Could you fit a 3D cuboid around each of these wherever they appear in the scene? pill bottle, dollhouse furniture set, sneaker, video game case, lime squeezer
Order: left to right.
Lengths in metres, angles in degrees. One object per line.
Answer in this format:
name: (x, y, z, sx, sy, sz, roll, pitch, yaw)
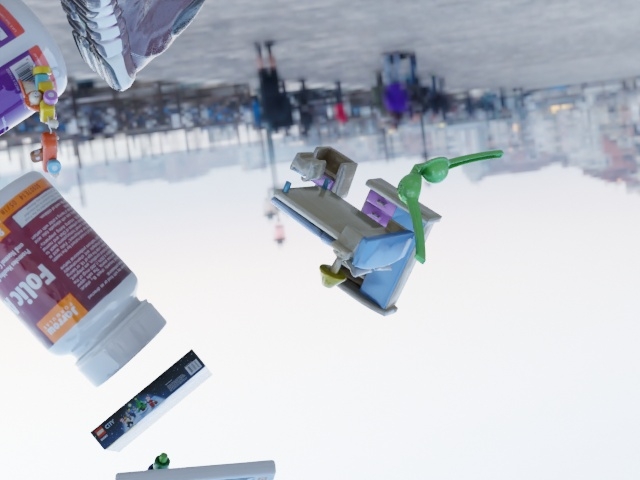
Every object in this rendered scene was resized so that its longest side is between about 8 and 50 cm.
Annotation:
pill bottle: (-0.539, -0.209, 1.495, 0.323, 0.181, 0.181, -39, -161, -22)
pill bottle: (-0.495, 0.079, 2.000, 0.224, 0.392, 0.224, -42, -175, 5)
sneaker: (-0.204, -0.296, 1.126, 0.162, 0.106, 0.281, -40, 162, -17)
video game case: (-0.159, 0.322, 1.297, 0.190, 0.022, 0.173, -2, 146, -12)
dollhouse furniture set: (0.000, 0.000, 1.711, 0.286, 0.198, 0.303, 34, -157, 26)
lime squeezer: (0.194, -0.092, 1.704, 0.110, 0.058, 0.310, 24, -132, 20)

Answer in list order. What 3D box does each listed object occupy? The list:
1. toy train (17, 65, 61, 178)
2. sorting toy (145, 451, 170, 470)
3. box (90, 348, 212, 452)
toy train: (-0.389, -0.168, 1.435, 0.046, 0.125, 0.166, -4, -143, -19)
sorting toy: (-0.325, 0.483, 1.735, 0.127, 0.126, 0.365, 21, -148, 5)
box: (-0.309, 0.300, 1.933, 0.233, 0.044, 0.159, -39, 171, -10)
